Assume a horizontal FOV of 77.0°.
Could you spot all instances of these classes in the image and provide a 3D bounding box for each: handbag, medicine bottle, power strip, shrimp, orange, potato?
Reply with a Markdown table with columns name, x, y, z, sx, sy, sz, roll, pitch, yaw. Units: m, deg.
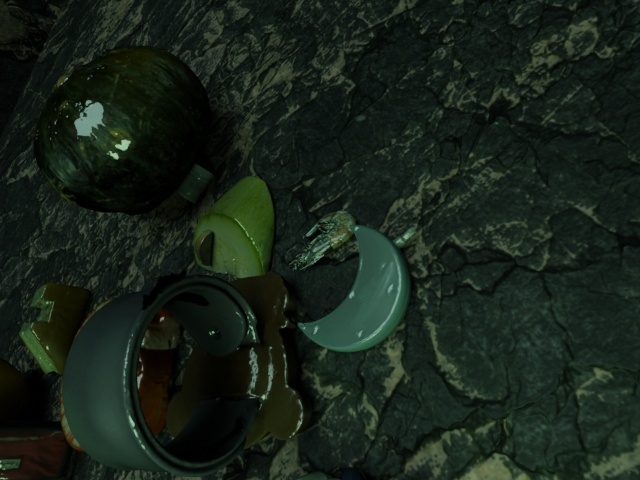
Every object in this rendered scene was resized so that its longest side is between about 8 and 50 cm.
| name | x | y | z | sx | sy | sz | roll | pitch | yaw |
| --- | --- | --- | --- | --- | --- | --- | --- | --- | --- |
| handbag | -0.705 | 0.504 | 0.896 | 0.181 | 0.255 | 0.181 | -14 | 63 | 45 |
| medicine bottle | -0.327 | -0.149 | 1.052 | 0.058 | 0.058 | 0.091 | 33 | 90 | 38 |
| power strip | 0.076 | 0.081 | 0.695 | 0.168 | 0.054 | 0.253 | 28 | 87 | 35 |
| shrimp | 0.000 | 0.000 | 0.797 | 0.161 | 0.034 | 0.091 | -39 | 42 | 6 |
| orange | -0.874 | 0.467 | 1.025 | 0.196 | 0.262 | 0.334 | 6 | 61 | 1 |
| potato | -0.269 | 0.018 | 0.902 | 0.037 | 0.036 | 0.093 | 28 | 123 | 25 |

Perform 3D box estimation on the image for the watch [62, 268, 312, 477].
| name | x | y | z | sx | sy | sz | roll | pitch | yaw |
| --- | --- | --- | --- | --- | --- | --- | --- | --- | --- |
| watch | -0.216 | 0.189 | 0.663 | 0.314 | 0.327 | 0.335 | -13 | 63 | 28 |

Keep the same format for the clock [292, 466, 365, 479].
| name | x | y | z | sx | sy | sz | roll | pitch | yaw |
| --- | --- | --- | --- | --- | --- | --- | --- | --- | --- |
| clock | 0.049 | 0.420 | 0.512 | 0.243 | 0.146 | 0.199 | 5 | 68 | 42 |

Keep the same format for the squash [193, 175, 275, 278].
| name | x | y | z | sx | sy | sz | roll | pitch | yaw |
| --- | --- | --- | --- | --- | --- | --- | --- | --- | --- |
| squash | -0.176 | -0.035 | 0.932 | 0.237 | 0.155 | 0.203 | 7 | 111 | 34 |

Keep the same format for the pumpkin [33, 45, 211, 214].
| name | x | y | z | sx | sy | sz | roll | pitch | yaw |
| --- | --- | --- | --- | --- | --- | --- | --- | --- | --- |
| pumpkin | -0.485 | -0.274 | 1.010 | 0.454 | 0.344 | 0.454 | -35 | 36 | 31 |

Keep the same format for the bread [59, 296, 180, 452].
| name | x | y | z | sx | sy | sz | roll | pitch | yaw |
| --- | --- | --- | --- | --- | --- | --- | --- | --- | --- |
| bread | -0.453 | 0.297 | 0.906 | 0.295 | 0.114 | 0.327 | -16 | 63 | 26 |

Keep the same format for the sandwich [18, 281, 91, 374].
| name | x | y | z | sx | sy | sz | roll | pitch | yaw |
| --- | --- | --- | --- | --- | --- | --- | --- | --- | --- |
| sandwich | -0.747 | 0.244 | 1.115 | 0.122 | 0.128 | 0.235 | -14 | 62 | 37 |

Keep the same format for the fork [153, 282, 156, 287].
| name | x | y | z | sx | sy | sz | roll | pitch | yaw |
| --- | --- | --- | --- | --- | --- | --- | --- | --- | --- |
| fork | -0.451 | 0.150 | 1.035 | 0.115 | 0.012 | 0.016 | -49 | 48 | 12 |
